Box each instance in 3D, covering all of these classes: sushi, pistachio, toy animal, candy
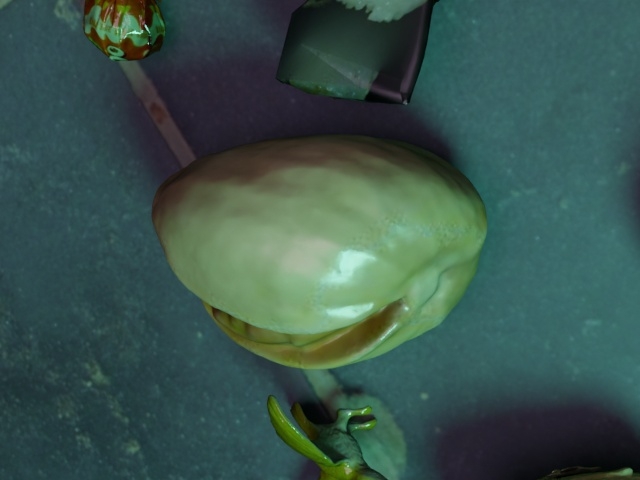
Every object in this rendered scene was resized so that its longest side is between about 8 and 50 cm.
[{"bbox_3d":[0.072,-0.249,1.157,0.134,0.109,0.273,19,92,21],"label":"sushi"},{"bbox_3d":[0.000,0.000,1.173,0.308,0.230,0.230,3,102,24],"label":"pistachio"},{"bbox_3d":[0.027,0.205,1.249,0.155,0.095,0.219,1,139,20],"label":"toy animal"},{"bbox_3d":[-0.170,-0.319,1.251,0.084,0.078,0.288,17,98,20],"label":"candy"}]

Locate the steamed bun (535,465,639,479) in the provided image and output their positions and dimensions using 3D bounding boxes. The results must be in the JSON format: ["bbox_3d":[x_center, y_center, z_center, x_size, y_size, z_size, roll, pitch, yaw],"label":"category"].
[{"bbox_3d":[0.258,0.336,1.160,0.232,0.166,0.273,-21,98,11],"label":"steamed bun"}]
